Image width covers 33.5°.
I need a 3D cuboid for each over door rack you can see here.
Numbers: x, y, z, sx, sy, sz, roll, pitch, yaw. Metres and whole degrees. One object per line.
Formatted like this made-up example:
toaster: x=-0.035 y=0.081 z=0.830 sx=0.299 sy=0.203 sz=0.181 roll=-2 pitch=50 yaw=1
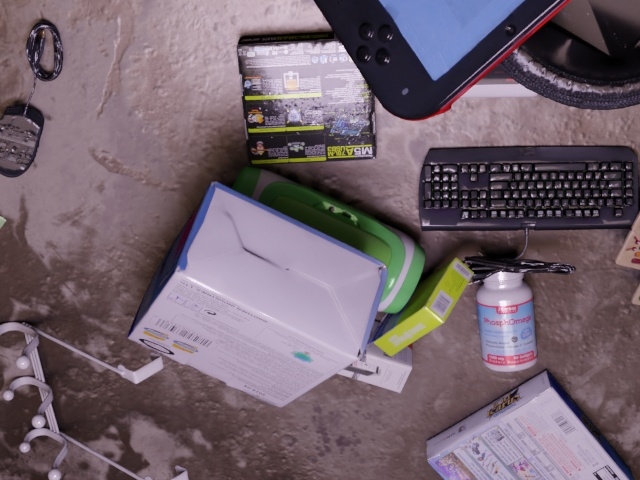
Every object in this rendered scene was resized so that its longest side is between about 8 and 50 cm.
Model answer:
over door rack: x=-0.381 y=0.270 z=1.674 sx=0.324 sy=0.108 sz=0.239 roll=9 pitch=121 yaw=29

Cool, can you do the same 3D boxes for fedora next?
fedora: x=0.346 y=-0.335 z=1.361 sx=0.334 sy=0.152 sz=0.334 roll=4 pitch=112 yaw=9

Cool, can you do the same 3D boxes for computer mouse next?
computer mouse: x=-0.424 y=-0.203 z=1.541 sx=0.071 sy=0.041 sz=0.242 roll=18 pitch=110 yaw=-16

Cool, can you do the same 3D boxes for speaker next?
speaker: x=0.000 y=0.000 z=1.569 sx=0.296 sy=0.131 sz=0.131 roll=25 pitch=115 yaw=-9
speaker: x=0.235 y=-0.226 z=1.482 sx=0.136 sy=0.055 sz=0.055 roll=0 pitch=117 yaw=3

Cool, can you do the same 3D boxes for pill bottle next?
pill bottle: x=0.284 y=0.113 z=1.625 sx=0.087 sy=0.087 sz=0.160 roll=-7 pitch=104 yaw=6

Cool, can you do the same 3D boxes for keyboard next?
keyboard: x=0.302 y=-0.035 z=1.552 sx=0.317 sy=0.033 sz=0.202 roll=-1 pitch=95 yaw=4

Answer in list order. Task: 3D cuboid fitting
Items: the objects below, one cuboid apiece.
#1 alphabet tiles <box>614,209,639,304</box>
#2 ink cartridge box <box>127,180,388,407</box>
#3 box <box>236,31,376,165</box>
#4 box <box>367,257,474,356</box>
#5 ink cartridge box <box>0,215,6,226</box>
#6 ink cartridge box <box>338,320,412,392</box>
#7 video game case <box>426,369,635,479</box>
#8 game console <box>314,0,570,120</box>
alphabet tiles: x=0.616 y=-0.005 z=1.564 sx=0.342 sy=0.011 sz=0.285 roll=12 pitch=117 yaw=-15
ink cartridge box: x=-0.110 y=0.101 z=1.522 sx=0.270 sy=0.151 sz=0.395 roll=27 pitch=152 yaw=-10
box: x=-0.017 y=-0.201 z=1.514 sx=0.190 sy=0.045 sz=0.184 roll=-3 pitch=119 yaw=4
box: x=0.146 y=0.104 z=1.579 sx=0.042 sy=0.109 sz=0.178 roll=40 pitch=145 yaw=-5
ink cartridge box: x=-0.629 y=-0.036 z=1.623 sx=0.235 sy=0.056 sz=0.171 roll=39 pitch=112 yaw=-14
ink cartridge box: x=0.072 y=0.171 z=1.666 sx=0.135 sy=0.099 sz=0.056 roll=18 pitch=120 yaw=-5
video game case: x=0.353 y=0.378 z=1.778 sx=0.244 sy=0.061 sz=0.269 roll=-35 pitch=110 yaw=17
game console: x=0.152 y=-0.373 z=1.289 sx=0.386 sy=0.060 sz=0.342 roll=-40 pitch=77 yaw=30
